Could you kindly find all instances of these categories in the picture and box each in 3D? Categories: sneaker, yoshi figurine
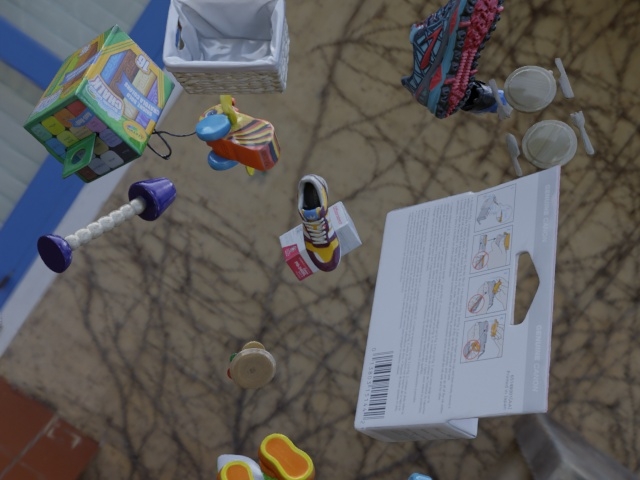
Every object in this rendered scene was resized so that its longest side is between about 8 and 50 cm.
[{"bbox_3d":[0.278,-0.258,1.668,0.085,0.058,0.152,13,9,-20],"label":"sneaker"},{"bbox_3d":[-0.010,-0.030,1.711,0.084,0.070,0.185,-12,88,-77],"label":"sneaker"},{"bbox_3d":[0.192,-0.326,1.451,0.125,0.261,0.104,38,37,27],"label":"sneaker"},{"bbox_3d":[-0.101,0.499,1.554,0.204,0.362,0.203,14,47,-2],"label":"yoshi figurine"}]

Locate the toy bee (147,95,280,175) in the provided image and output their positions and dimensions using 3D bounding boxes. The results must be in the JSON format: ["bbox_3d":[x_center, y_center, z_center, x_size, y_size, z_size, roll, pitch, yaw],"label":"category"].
[{"bbox_3d":[-0.191,-0.234,1.864,0.298,0.162,0.195,26,-35,15],"label":"toy bee"}]

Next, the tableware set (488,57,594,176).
[{"bbox_3d":[0.362,-0.199,1.522,0.039,0.128,0.194,51,24,-65],"label":"tableware set"}]

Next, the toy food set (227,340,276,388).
[{"bbox_3d":[-0.119,0.220,1.594,0.083,0.083,0.020,49,7,-23],"label":"toy food set"}]

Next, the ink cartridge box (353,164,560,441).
[{"bbox_3d":[0.173,0.080,1.079,0.261,0.296,0.066,-14,-35,42],"label":"ink cartridge box"}]

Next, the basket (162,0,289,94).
[{"bbox_3d":[-0.130,-0.278,1.332,0.167,0.113,0.103,1,-17,8],"label":"basket"}]

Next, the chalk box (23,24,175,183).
[{"bbox_3d":[-0.446,-0.247,1.827,0.179,0.180,0.289,46,40,-30],"label":"chalk box"}]

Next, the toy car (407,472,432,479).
[{"bbox_3d":[0.250,0.591,1.722,0.219,0.237,0.210,17,3,-6],"label":"toy car"}]

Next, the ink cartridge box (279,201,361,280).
[{"bbox_3d":[0.000,0.000,1.877,0.063,0.151,0.109,56,8,-27],"label":"ink cartridge box"}]

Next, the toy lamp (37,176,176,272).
[{"bbox_3d":[-0.362,-0.037,1.611,0.080,0.080,0.275,38,44,15],"label":"toy lamp"}]
